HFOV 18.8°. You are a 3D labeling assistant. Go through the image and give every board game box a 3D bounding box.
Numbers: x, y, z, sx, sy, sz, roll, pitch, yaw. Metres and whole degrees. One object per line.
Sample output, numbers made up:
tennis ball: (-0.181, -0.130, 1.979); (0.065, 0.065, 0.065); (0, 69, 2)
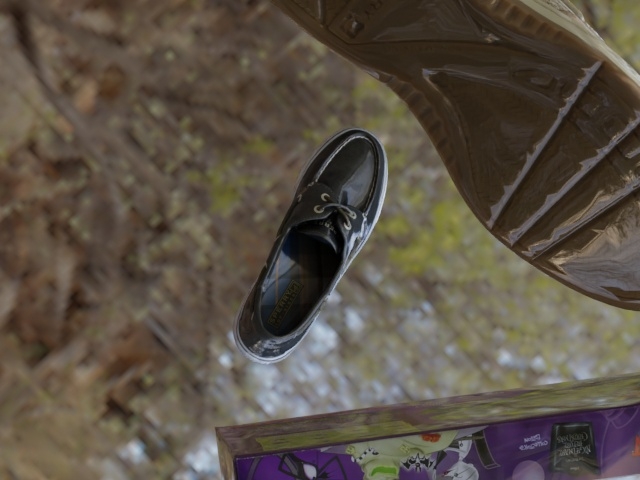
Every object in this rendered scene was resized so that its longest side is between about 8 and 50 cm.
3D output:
board game box: (0.114, 0.119, 1.179); (0.346, 0.056, 0.208); (-7, -176, -5)

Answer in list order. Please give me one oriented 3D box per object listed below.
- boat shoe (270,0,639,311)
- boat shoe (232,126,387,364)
boat shoe: (0.102, -0.103, 1.095); (0.121, 0.341, 0.110); (-41, -168, 24)
boat shoe: (0.000, 0.000, 1.003); (0.142, 0.049, 0.040); (-64, -173, -20)
